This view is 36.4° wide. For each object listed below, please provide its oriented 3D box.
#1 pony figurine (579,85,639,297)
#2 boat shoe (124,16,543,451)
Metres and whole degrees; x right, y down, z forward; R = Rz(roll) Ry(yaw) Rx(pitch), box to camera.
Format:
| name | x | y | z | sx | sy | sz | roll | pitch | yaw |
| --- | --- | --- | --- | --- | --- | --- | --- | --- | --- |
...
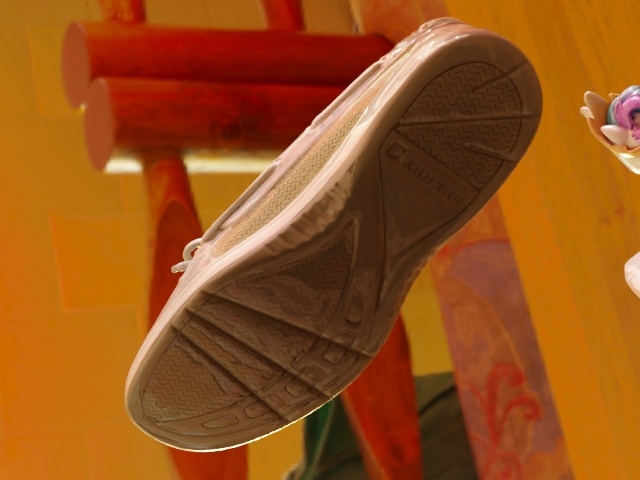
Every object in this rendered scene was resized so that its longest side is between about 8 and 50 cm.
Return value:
| name | x | y | z | sx | sy | sz | roll | pitch | yaw |
| --- | --- | --- | --- | --- | --- | --- | --- | --- | --- |
| pony figurine | 0.470 | -0.013 | 1.126 | 0.303 | 0.363 | 0.351 | -43 | 28 | 1 |
| boat shoe | -0.001 | -0.002 | 0.601 | 0.320 | 0.118 | 0.103 | -51 | 24 | 10 |
